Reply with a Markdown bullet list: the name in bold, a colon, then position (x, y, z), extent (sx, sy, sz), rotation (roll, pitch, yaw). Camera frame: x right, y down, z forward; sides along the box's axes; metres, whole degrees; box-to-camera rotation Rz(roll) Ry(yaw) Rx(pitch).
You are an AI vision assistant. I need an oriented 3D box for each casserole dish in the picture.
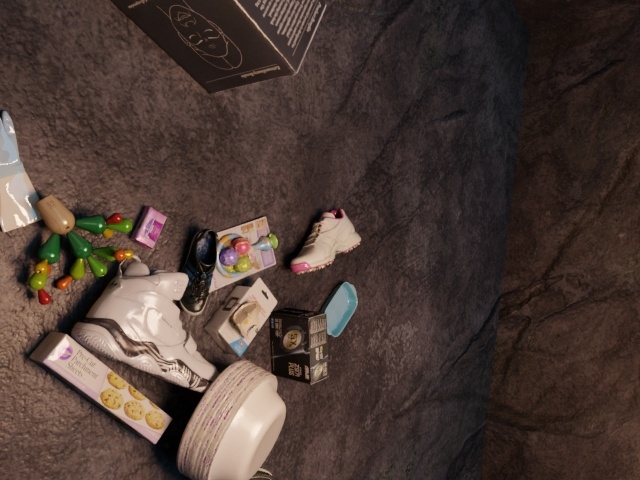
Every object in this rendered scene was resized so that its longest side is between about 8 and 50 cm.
- **casserole dish**: position (0.053, 0.215, 1.670), extent (0.188, 0.037, 0.114), rotation (-53, 129, -34)

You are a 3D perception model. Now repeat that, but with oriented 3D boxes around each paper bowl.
- **paper bowl**: position (-0.185, 0.431, 1.215), extent (0.284, 0.148, 0.284), rotation (-55, 161, -29)

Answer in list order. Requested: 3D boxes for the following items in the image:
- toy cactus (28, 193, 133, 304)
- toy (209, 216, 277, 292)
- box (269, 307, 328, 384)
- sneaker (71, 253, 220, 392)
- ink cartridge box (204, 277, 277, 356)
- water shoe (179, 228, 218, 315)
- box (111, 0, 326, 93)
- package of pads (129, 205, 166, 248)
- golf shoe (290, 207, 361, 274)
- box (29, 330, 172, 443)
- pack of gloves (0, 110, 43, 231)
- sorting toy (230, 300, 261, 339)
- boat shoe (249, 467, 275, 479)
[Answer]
- **toy cactus**: position (-0.463, 0.000, 0.990), extent (0.219, 0.112, 0.180), rotation (-37, 112, -21)
- **toy**: position (-0.198, 0.033, 1.348), extent (0.237, 0.056, 0.136), rotation (-24, 108, -47)
- **box**: position (-0.059, 0.284, 1.451), extent (0.078, 0.148, 0.180), rotation (-7, 97, -50)
- **sneaker**: position (-0.323, 0.185, 1.138), extent (0.366, 0.138, 0.210), rotation (40, 63, -41)
- **ink cartridge box**: position (-0.198, 0.189, 1.348), extent (0.180, 0.060, 0.104), rotation (-55, 129, -33)
- **water shoe**: position (-0.280, 0.071, 1.218), extent (0.073, 0.080, 0.203), rotation (10, 81, -23)
- **box**: position (-0.233, -0.529, 1.103), extent (0.395, 0.294, 0.211), rotation (41, 61, -43)
- **package of pads**: position (-0.373, -0.028, 1.154), extent (0.050, 0.032, 0.083), rotation (37, 63, -43)
- **golf shoe**: position (0.000, 0.000, 1.559), extent (0.306, 0.115, 0.140), rotation (-32, 104, -52)
- **box**: position (-0.431, 0.303, 1.070), extent (0.324, 0.063, 0.067), rotation (57, 50, -34)
- **pack of gloves**: position (-0.584, -0.115, 0.888), extent (0.195, 0.046, 0.231), rotation (-30, 114, -45)
- **sorting toy**: position (-0.177, 0.200, 1.296), extent (0.083, 0.045, 0.075), rotation (-48, 132, -38)
- **boat shoe**: position (-0.223, 0.621, 1.263), extent (0.303, 0.091, 0.114), rotation (-2, 83, -39)
